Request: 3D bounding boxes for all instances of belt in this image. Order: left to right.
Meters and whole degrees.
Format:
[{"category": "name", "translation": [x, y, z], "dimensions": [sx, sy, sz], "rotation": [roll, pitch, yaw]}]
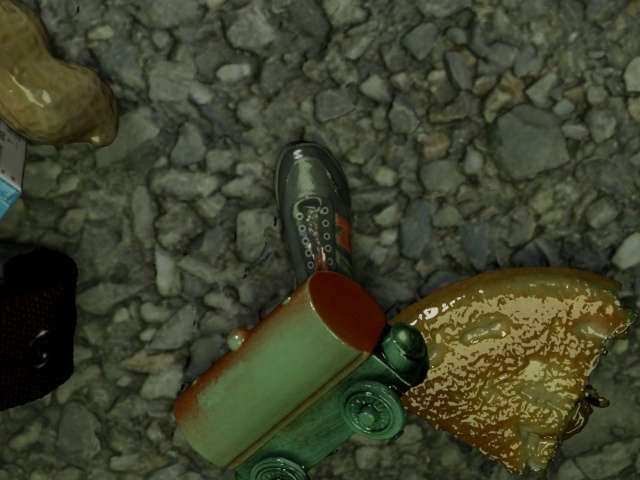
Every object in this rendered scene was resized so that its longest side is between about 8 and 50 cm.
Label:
[{"category": "belt", "translation": [-0.359, 0.096, 1.822], "dimensions": [0.289, 0.184, 0.164], "rotation": [-11, 118, -42]}]

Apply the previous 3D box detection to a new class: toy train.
[{"category": "toy train", "translation": [-0.022, 0.146, 1.903], "dimensions": [0.177, 0.116, 0.285], "rotation": [41, 130, -8]}]

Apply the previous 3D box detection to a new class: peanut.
[{"category": "peanut", "translation": [-0.277, -0.161, 1.809], "dimensions": [0.228, 0.104, 0.085], "rotation": [43, 137, -21]}]

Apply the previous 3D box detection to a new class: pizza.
[{"category": "pizza", "translation": [0.188, 0.138, 1.984], "dimensions": [0.289, 0.081, 0.229], "rotation": [-20, 103, 4]}]

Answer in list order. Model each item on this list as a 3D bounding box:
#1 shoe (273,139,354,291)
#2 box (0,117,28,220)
[{"category": "shoe", "translation": [0.000, -0.001, 1.913], "dimensions": [0.074, 0.077, 0.194], "rotation": [-9, 112, -3]}, {"category": "box", "translation": [-0.341, -0.089, 1.776], "dimensions": [0.139, 0.194, 0.073], "rotation": [35, 103, -17]}]
